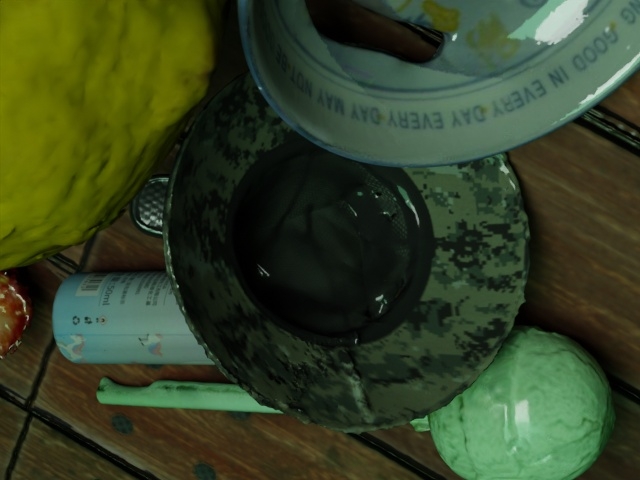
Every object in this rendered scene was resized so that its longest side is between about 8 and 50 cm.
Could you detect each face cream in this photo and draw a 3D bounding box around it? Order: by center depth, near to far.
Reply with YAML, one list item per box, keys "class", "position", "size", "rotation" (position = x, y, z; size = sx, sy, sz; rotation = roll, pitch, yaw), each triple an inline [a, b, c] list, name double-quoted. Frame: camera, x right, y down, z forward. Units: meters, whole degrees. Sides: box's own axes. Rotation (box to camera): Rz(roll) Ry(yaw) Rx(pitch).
- class: "face cream"
  position: [-0.089, 0.059, 0.908]
  size: [0.229, 0.075, 0.075]
  rotation: [-2, 116, 22]

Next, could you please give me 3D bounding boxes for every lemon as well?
- class: "lemon"
  position: [-0.230, -0.154, 0.627]
  size: [0.387, 0.350, 0.349]
  rotation: [22, 123, 15]

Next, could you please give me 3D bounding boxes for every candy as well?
- class: "candy"
  position: [0.003, 0.126, 0.907]
  size: [0.440, 0.119, 0.119]
  rotation: [-3, 116, 29]

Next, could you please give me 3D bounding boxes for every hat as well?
- class: "hat"
  position: [0.000, 0.000, 0.787]
  size: [0.265, 0.265, 0.128]
  rotation: [54, 154, -12]

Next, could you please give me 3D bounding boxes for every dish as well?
- class: "dish"
  position: [0.074, -0.183, 0.684]
  size: [0.273, 0.133, 0.273]
  rotation: [-11, 138, -10]

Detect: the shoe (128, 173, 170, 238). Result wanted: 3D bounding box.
- class: "shoe"
  position: [-0.060, -0.015, 0.872]
  size: [0.159, 0.053, 0.062]
  rotation: [10, 84, -6]

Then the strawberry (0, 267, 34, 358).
- class: "strawberry"
  position: [-0.338, 0.044, 0.987]
  size: [0.208, 0.087, 0.167]
  rotation: [27, 108, -4]
